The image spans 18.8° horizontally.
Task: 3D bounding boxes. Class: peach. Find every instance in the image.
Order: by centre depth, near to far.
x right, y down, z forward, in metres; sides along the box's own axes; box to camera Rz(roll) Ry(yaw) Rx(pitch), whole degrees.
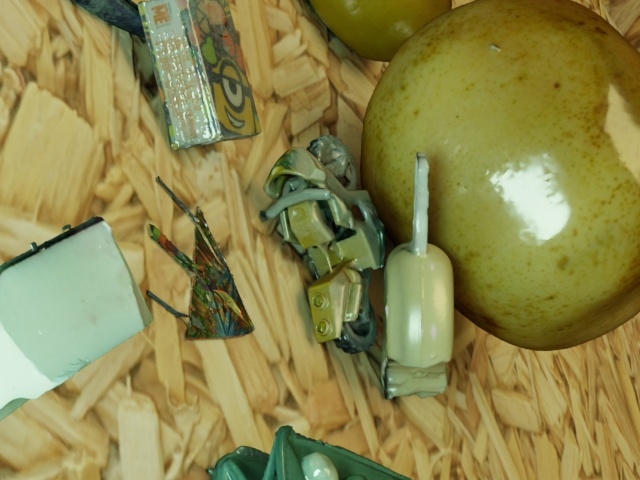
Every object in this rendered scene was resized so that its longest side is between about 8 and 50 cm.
[{"bbox_3d":[0.063,-0.339,2.386,0.251,0.153,0.251,56,18,-30],"label":"peach"}]

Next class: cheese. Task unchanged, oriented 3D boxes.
[{"bbox_3d":[0.099,0.039,1.975,0.163,0.071,0.248,87,3,-86],"label":"cheese"}]

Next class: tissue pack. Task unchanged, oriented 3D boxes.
[{"bbox_3d":[-0.117,-0.165,1.868,0.109,0.060,0.148,-18,94,-69],"label":"tissue pack"}]

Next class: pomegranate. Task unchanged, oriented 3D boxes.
[{"bbox_3d":[0.222,-0.069,2.135,0.416,0.417,0.416,47,26,-32],"label":"pomegranate"}]

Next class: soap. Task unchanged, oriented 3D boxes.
[{"bbox_3d":[-0.218,0.068,1.298,0.091,0.145,0.230,60,21,-4],"label":"soap"}]

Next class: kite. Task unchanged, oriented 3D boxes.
[{"bbox_3d":[-0.105,0.035,1.762,0.160,0.010,0.183,46,27,-33],"label":"kite"}]

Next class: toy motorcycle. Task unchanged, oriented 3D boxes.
[{"bbox_3d":[0.000,0.000,1.942,0.130,0.094,0.229,15,64,-55],"label":"toy motorcycle"}]

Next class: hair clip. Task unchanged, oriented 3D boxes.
[{"bbox_3d":[-0.221,-0.243,1.803,0.275,0.048,0.083,41,27,-51],"label":"hair clip"}]

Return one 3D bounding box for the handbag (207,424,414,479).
[{"bbox_3d":[0.040,0.304,1.647,0.269,0.100,0.274,32,36,-52],"label":"handbag"}]
